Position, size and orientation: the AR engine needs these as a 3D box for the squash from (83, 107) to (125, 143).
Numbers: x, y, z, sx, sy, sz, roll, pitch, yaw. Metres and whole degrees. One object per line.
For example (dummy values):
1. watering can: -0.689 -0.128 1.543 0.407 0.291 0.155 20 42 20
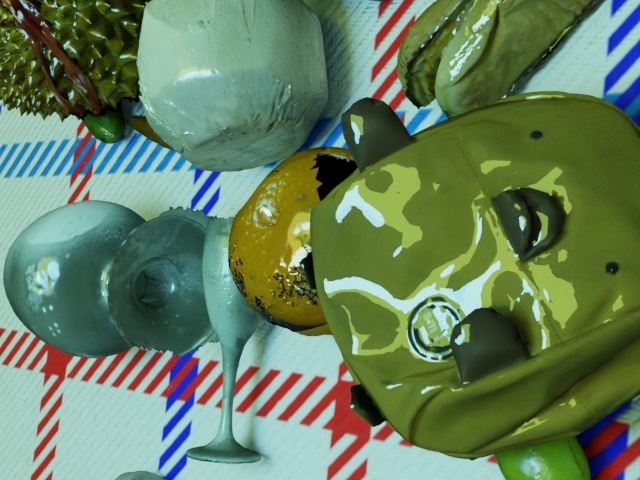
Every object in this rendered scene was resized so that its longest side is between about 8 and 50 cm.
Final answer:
1. squash: -0.370 -0.237 1.772 0.069 0.069 0.258 -52 48 25

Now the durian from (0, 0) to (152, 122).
1. durian: -0.357 -0.349 1.605 0.384 0.348 0.347 -51 50 16

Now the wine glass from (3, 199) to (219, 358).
1. wine glass: -0.290 0.054 1.526 0.323 0.238 0.238 6 87 47

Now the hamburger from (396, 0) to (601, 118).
1. hamburger: 0.179 -0.240 1.184 0.262 0.131 0.124 -47 52 22

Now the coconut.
1. coconut: -0.116 -0.229 1.396 0.245 0.245 0.247 -26 69 39

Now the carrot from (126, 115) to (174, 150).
1. carrot: -0.242 -0.165 1.652 0.216 0.048 0.048 19 95 50

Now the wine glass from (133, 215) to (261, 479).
1. wine glass: -0.129 0.120 1.327 0.096 0.264 0.309 4 88 11

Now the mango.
1. mango: 0.209 0.199 1.104 0.091 0.074 0.165 -51 51 28

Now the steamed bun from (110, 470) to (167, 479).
1. steamed bun: -0.267 0.413 1.515 0.183 0.106 0.182 -13 71 42

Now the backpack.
1. backpack: 0.174 0.014 1.036 0.378 0.201 0.353 -31 68 11

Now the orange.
1. orange: 0.000 0.000 1.287 0.234 0.182 0.234 -29 50 41
